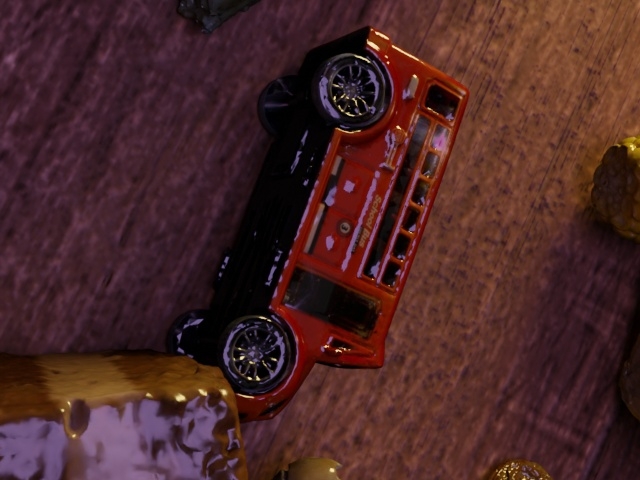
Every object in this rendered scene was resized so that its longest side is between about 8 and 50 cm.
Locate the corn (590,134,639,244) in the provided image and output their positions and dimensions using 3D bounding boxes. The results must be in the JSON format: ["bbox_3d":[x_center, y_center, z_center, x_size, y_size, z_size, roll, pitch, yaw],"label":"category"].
[{"bbox_3d":[0.345,-0.021,0.965,0.305,0.106,0.106,8,86,-20],"label":"corn"}]

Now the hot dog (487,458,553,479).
[{"bbox_3d":[0.144,0.199,0.903,0.058,0.035,0.083,-8,93,-28],"label":"hot dog"}]

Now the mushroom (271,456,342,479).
[{"bbox_3d":[0.057,0.215,0.840,0.225,0.093,0.116,26,113,-5],"label":"mushroom"}]

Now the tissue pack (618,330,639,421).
[{"bbox_3d":[0.382,0.122,0.922,0.271,0.192,0.134,12,106,-24],"label":"tissue pack"}]

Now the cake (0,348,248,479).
[{"bbox_3d":[-0.190,0.167,0.671,0.293,0.199,0.196,-4,96,-20],"label":"cake"}]

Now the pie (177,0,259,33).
[{"bbox_3d":[-0.107,-0.283,0.777,0.303,0.067,0.302,0,89,-27],"label":"pie"}]

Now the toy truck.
[{"bbox_3d":[0.000,0.000,0.800,0.114,0.107,0.252,23,80,-23],"label":"toy truck"}]
